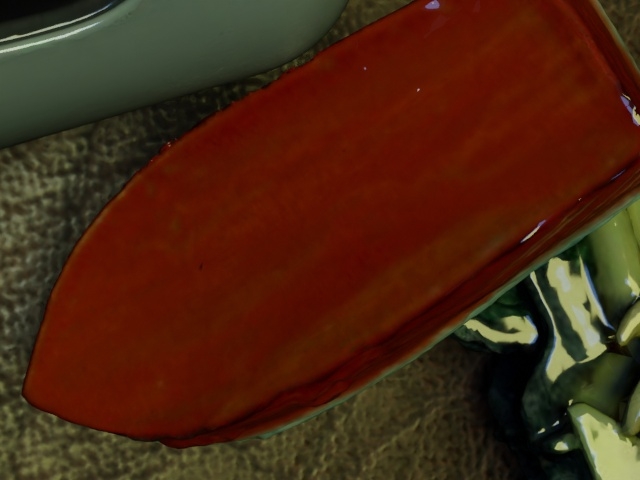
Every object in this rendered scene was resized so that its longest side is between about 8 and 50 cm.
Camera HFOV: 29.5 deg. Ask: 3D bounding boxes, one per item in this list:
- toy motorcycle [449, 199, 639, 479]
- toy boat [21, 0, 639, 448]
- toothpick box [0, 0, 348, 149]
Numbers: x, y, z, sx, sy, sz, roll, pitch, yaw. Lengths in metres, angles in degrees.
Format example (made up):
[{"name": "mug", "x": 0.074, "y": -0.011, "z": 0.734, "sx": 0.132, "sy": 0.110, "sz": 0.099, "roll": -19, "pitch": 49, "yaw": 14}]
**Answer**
[{"name": "toy motorcycle", "x": 0.208, "y": 0.107, "z": 0.661, "sx": 0.237, "sy": 0.169, "sz": 0.410, "roll": -26, "pitch": 90, "yaw": -12}, {"name": "toy boat", "x": 0.000, "y": 0.000, "z": 0.578, "sx": 0.332, "sy": 0.133, "sz": 0.145, "roll": -31, "pitch": 80, "yaw": 15}, {"name": "toothpick box", "x": -0.135, "y": -0.157, "z": 0.510, "sx": 0.354, "sy": 0.263, "sz": 0.263, "roll": -16, "pitch": 96, "yaw": -9}]
